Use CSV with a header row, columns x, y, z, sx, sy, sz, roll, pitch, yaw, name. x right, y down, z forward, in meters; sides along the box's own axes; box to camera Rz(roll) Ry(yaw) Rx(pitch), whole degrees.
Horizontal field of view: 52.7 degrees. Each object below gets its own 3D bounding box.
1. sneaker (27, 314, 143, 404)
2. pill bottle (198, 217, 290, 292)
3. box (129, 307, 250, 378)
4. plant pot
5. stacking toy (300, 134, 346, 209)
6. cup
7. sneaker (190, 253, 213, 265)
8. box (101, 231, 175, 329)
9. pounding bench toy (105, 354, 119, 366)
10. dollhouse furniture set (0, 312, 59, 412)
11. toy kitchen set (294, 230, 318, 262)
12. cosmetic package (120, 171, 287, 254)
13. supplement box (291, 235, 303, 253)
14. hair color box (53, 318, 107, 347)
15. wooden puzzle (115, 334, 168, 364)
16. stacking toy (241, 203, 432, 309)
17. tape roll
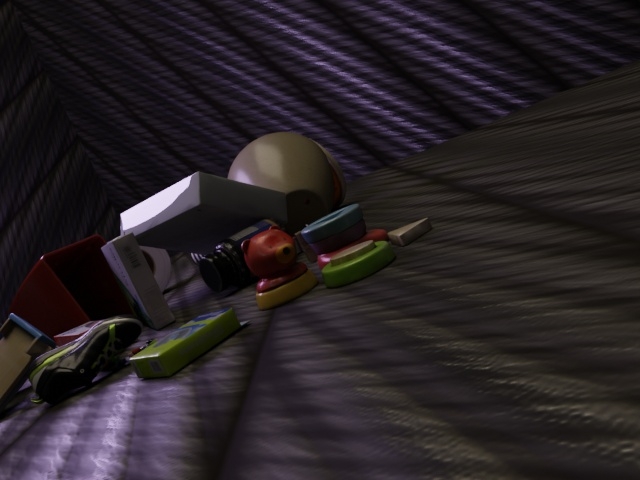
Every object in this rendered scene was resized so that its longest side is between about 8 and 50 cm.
x,y,z,sx,sy,sz,roll,pitch,yaw,name
-0.433,0.234,1.224,0.234,0.084,0.097,-31,52,-14,sneaker
-0.184,0.039,1.591,0.219,0.123,0.123,-31,9,-36,pill bottle
-0.216,0.167,1.080,0.109,0.042,0.178,-16,12,47,box
-0.677,0.180,1.774,0.235,0.267,0.267,-35,3,18,plant pot
-0.160,-0.117,2.308,0.350,0.350,0.480,-15,31,54,stacking toy
-0.091,-0.124,1.906,0.331,0.331,0.237,-25,34,-5,cup
-0.336,-0.034,2.451,0.257,0.169,0.447,-18,12,33,sneaker
-0.464,0.103,1.621,0.058,0.232,0.322,-27,7,-21,box
-0.450,0.234,1.332,0.052,0.065,0.083,-30,-30,-35,pounding bench toy
-0.687,0.325,1.406,0.303,0.198,0.286,17,66,37,dollhouse furniture set
0.000,0.000,1.434,0.083,0.075,0.068,-30,9,-8,toy kitchen set
-0.319,-0.060,1.743,0.377,0.097,0.284,-19,-19,41,cosmetic package
-0.067,0.013,1.700,0.055,0.043,0.083,-17,10,47,supplement box
-0.520,0.217,1.448,0.093,0.053,0.167,-24,8,-41,hair color box
-0.350,0.215,1.294,0.116,0.014,0.078,-29,8,-30,wooden puzzle
0.025,-0.009,1.200,0.279,0.130,0.309,-19,10,42,stacking toy
-0.659,0.104,2.231,0.246,0.246,0.169,-29,9,-33,tape roll
